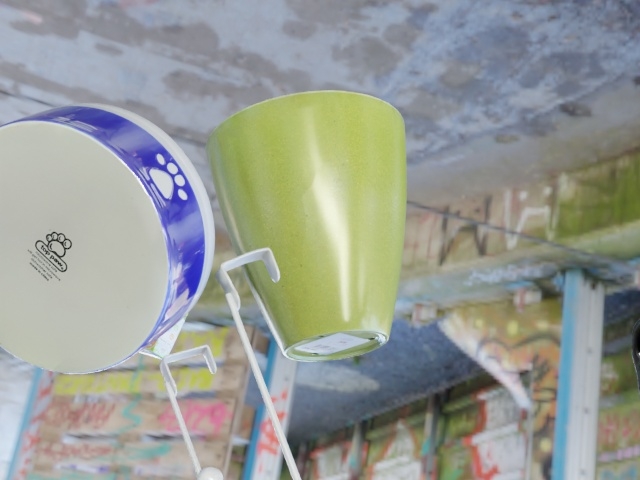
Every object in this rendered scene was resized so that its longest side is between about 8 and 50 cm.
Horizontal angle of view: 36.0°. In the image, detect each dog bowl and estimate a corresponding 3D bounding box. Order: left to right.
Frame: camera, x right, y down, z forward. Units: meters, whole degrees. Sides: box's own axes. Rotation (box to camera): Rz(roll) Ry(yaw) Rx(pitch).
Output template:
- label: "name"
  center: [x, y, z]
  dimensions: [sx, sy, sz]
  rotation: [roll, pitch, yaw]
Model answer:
- label: "dog bowl"
  center: [-0.248, -0.003, 1.006]
  dimensions: [0.265, 0.265, 0.104]
  rotation: [3, -163, 17]

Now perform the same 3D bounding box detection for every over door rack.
- label: "over door rack"
  center: [-0.098, 0.205, 0.907]
  dimensions: [0.108, 0.324, 0.239]
  rotation: [1, 151, -25]

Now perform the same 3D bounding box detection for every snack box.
- label: "snack box"
  center: [-0.261, 0.108, 1.415]
  dimensions: [0.141, 0.100, 0.037]
  rotation: [9, 158, 35]

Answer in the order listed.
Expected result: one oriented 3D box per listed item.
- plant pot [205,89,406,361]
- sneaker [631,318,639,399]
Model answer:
- label: "plant pot"
  center: [0.000, 0.000, 1.294]
  dimensions: [0.274, 0.293, 0.275]
  rotation: [-8, 160, -3]
- label: "sneaker"
  center: [0.398, 0.107, 0.914]
  dimensions: [0.182, 0.315, 0.127]
  rotation: [52, 157, -26]
